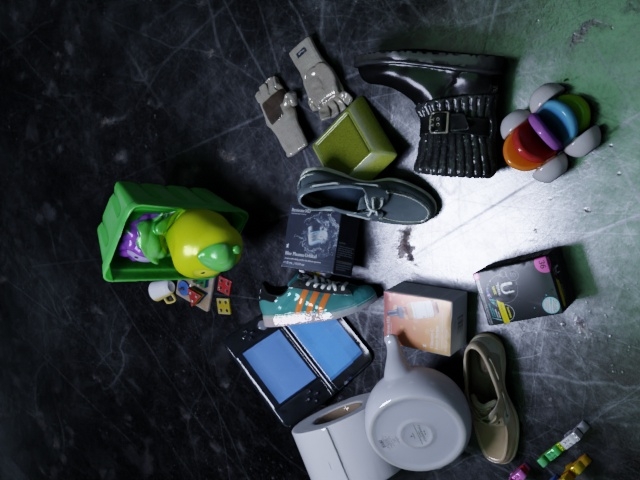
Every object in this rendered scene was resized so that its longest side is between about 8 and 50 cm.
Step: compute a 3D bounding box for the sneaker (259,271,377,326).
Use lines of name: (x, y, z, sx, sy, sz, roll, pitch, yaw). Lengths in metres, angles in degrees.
sneaker: (-0.014, 0.132, 1.719, 0.302, 0.108, 0.121, -11, 98, 16)

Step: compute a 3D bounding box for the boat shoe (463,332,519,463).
boat shoe: (0.368, 0.362, 1.548, 0.109, 0.098, 0.302, -2, 100, 35)

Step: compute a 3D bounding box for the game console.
game console: (-0.062, 0.280, 1.793, 0.293, 0.250, 0.173, 50, 150, 15)

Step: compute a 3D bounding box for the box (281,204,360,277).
box: (0.000, 0.000, 1.699, 0.156, 0.093, 0.158, 6, 85, 34)

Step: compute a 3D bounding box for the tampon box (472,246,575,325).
tampon box: (0.422, 0.096, 1.444, 0.161, 0.101, 0.120, -18, 91, 36)

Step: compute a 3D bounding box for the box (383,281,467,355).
box: (0.240, 0.176, 1.598, 0.170, 0.091, 0.130, 6, 105, 34)

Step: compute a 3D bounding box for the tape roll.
tape roll: (0.072, 0.495, 1.698, 0.246, 0.246, 0.169, -24, 88, 36)

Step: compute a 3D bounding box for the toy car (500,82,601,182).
toy car: (0.431, -0.205, 1.344, 0.182, 0.136, 0.159, -43, 75, 34)

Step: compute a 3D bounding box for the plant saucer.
plant saucer: (0.063, -0.212, 1.624, 0.188, 0.045, 0.188, -43, 60, 32)

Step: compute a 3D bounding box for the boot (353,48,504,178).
boot: (0.217, -0.270, 1.483, 0.348, 0.131, 0.260, 15, 111, 33)

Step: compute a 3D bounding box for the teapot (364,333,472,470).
teapot: (0.221, 0.378, 1.570, 0.252, 0.187, 0.256, 19, 117, -1)

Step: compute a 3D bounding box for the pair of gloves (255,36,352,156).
pair of gloves: (-0.048, -0.346, 1.707, 0.240, 0.042, 0.204, -41, 74, 33)

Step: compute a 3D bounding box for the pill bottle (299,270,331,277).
pill bottle: (-0.013, 0.072, 1.780, 0.083, 0.043, 0.043, 2, 102, 35)

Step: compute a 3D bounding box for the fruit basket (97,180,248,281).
fruit basket: (-0.347, 0.011, 1.795, 0.392, 0.392, 0.283, 41, 117, 21)

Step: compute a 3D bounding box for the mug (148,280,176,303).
mug: (-0.472, 0.150, 2.121, 0.064, 0.078, 0.062, -18, 58, 28)

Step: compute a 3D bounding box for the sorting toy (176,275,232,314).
sorting toy: (-0.370, 0.132, 2.043, 0.274, 0.046, 0.132, 25, 115, 27)

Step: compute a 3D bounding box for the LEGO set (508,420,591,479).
LEGO set: (0.499, 0.495, 1.491, 0.087, 0.093, 0.227, 48, 123, 16)

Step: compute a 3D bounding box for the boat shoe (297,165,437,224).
boat shoe: (0.100, -0.082, 1.565, 0.319, 0.099, 0.116, 14, 126, 3)
